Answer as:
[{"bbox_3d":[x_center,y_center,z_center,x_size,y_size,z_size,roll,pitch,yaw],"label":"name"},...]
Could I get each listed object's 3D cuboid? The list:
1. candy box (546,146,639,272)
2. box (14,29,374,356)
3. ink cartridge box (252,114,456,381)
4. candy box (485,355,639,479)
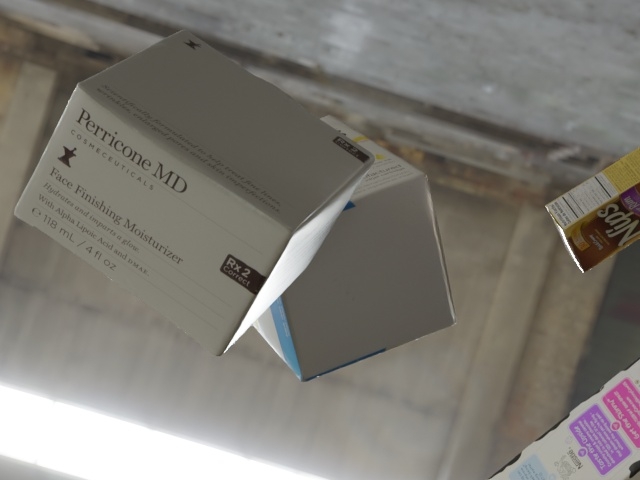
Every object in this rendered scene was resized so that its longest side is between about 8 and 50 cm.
[{"bbox_3d":[0.388,-0.049,1.891,0.109,0.187,0.053,53,-174,-50],"label":"candy box"},{"bbox_3d":[-0.085,-0.041,1.068,0.181,0.119,0.182,34,-152,6],"label":"box"},{"bbox_3d":[0.000,0.000,1.501,0.171,0.168,0.233,-21,-155,-15],"label":"ink cartridge box"},{"bbox_3d":[0.236,0.156,1.010,0.165,0.196,0.070,40,-167,-43],"label":"candy box"}]
